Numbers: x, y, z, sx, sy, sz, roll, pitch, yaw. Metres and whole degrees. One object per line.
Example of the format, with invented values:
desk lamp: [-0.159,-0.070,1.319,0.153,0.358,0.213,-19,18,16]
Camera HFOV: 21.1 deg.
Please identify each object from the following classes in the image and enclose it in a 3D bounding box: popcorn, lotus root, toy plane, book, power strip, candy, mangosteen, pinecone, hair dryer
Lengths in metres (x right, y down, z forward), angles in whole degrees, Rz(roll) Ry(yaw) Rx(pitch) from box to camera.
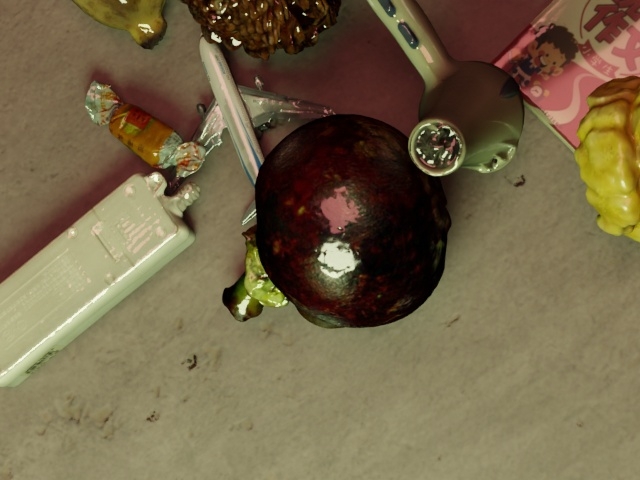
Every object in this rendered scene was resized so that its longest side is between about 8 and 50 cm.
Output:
popcorn: [0.369,-0.080,1.757,0.200,0.226,0.203,0,115,26]
lotus root: [-0.236,-0.319,1.952,0.138,0.138,0.214,-33,88,5]
toy plane: [-0.091,-0.129,1.922,0.226,0.058,0.226,-24,73,19]
book: [0.319,-0.215,1.867,0.232,0.022,0.162,-44,77,4]
power strip: [-0.270,0.039,1.932,0.338,0.058,0.098,-39,75,6]
candy: [-0.199,-0.121,1.944,0.182,0.046,0.053,35,81,27]
mangosteen: [0.000,0.000,1.807,0.289,0.231,0.231,-30,76,21]
pinecone: [-0.056,-0.308,1.871,0.221,0.221,0.221,-2,81,12]
hair dryer: [0.102,-0.166,1.724,0.119,0.296,0.298,-36,112,19]
